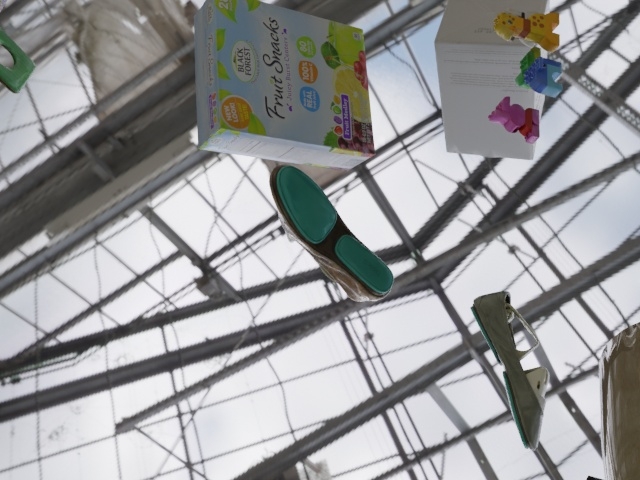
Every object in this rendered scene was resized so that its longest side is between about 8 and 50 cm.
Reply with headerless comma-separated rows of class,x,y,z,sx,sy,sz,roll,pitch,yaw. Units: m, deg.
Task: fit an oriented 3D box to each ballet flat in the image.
ballet flat,0.000,0.000,1.305,0.107,0.316,0.106,-47,-168,-33
ballet flat,0.259,0.160,0.920,0.068,0.072,0.213,-22,-119,10

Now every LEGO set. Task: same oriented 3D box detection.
LEGO set,0.278,-0.263,0.996,0.093,0.087,0.227,13,-116,-11

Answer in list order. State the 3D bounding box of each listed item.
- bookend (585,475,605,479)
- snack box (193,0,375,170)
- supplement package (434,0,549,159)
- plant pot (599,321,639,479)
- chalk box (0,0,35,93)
bookend,0.463,0.457,1.079,0.157,0.072,0.156,4,-149,40
snack box,-0.042,-0.184,0.845,0.070,0.207,0.174,-27,-116,56
supplement package,0.330,-0.316,1.344,0.178,0.292,0.175,8,-122,20
plant pot,0.368,0.246,0.630,0.257,0.256,0.274,-1,-133,32
chalk box,-0.429,-0.266,0.734,0.179,0.289,0.180,-48,-153,22
